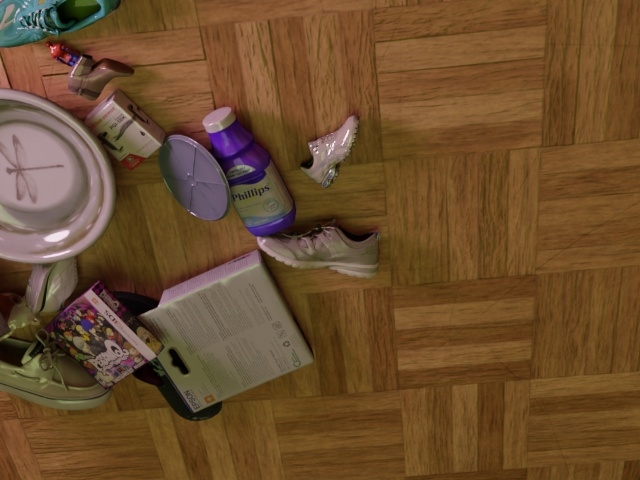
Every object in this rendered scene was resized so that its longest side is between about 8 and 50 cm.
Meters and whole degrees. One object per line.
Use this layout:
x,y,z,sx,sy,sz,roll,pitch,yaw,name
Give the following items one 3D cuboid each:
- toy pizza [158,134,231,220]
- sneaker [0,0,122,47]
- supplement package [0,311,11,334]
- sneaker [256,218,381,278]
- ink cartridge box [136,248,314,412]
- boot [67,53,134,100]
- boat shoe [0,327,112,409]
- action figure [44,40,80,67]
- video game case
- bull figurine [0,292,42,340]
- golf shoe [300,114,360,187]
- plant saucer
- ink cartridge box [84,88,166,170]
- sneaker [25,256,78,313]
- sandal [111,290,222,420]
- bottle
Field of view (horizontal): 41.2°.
-0.255,-0.131,1.765,0.201,0.032,0.201,26,137,27,toy pizza
-0.500,-0.422,1.571,0.275,0.110,0.107,-16,123,11,sneaker
-0.828,0.134,1.827,0.204,0.145,0.262,-29,94,-10,supplement package
0.000,0.000,1.882,0.281,0.105,0.115,9,108,-13,sneaker
-0.225,0.219,2.002,0.330,0.071,0.324,-23,121,4,ink cartridge box
-0.432,-0.312,1.664,0.118,0.042,0.087,15,122,-18,boot
-0.677,0.288,2.051,0.367,0.136,0.156,16,120,1,boat shoe
-0.485,-0.354,1.665,0.115,0.030,0.038,31,114,-27,action figure
-0.494,0.220,1.937,0.232,0.042,0.210,-33,104,38,video game case
-0.801,0.181,1.959,0.310,0.188,0.101,17,163,-2,bull figurine
0.019,-0.191,1.757,0.086,0.069,0.176,25,120,-9,golf shoe
-0.611,-0.141,1.760,0.400,0.100,0.400,2,123,2,plant saucer
-0.400,-0.224,1.737,0.099,0.056,0.135,-36,118,22,ink cartridge box
-0.589,0.060,1.923,0.095,0.090,0.235,6,121,-41,sneaker
-0.379,0.295,2.058,0.167,0.107,0.446,-26,120,16,sandal
-0.152,-0.142,1.771,0.118,0.092,0.283,-17,122,14,bottle
